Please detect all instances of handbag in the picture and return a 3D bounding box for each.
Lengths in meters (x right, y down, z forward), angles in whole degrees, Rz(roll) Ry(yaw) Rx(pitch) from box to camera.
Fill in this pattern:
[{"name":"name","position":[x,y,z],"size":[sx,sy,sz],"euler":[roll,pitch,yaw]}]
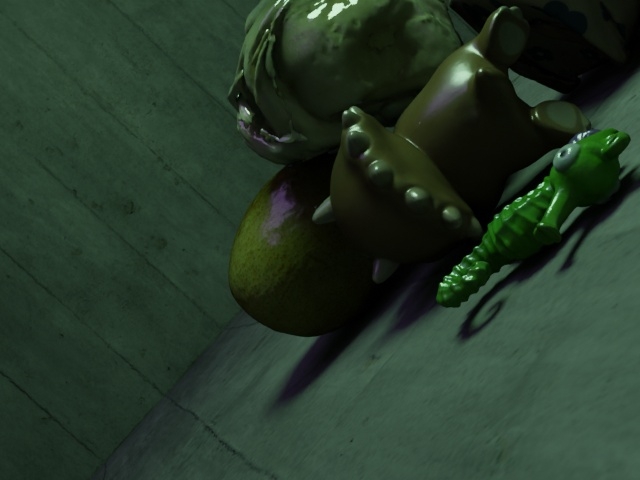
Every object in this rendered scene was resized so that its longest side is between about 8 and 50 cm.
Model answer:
[{"name":"handbag","position":[0.268,-0.276,1.023],"size":[0.190,0.193,0.251],"euler":[-49,4,-2]}]

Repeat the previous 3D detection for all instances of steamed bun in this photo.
[{"name":"steamed bun","position":[0.023,-0.220,1.094],"size":[0.268,0.207,0.280],"euler":[-19,8,16]}]

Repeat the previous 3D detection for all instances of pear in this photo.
[{"name":"pear","position":[0.000,0.000,1.147],"size":[0.211,0.188,0.228],"euler":[-56,0,21]}]

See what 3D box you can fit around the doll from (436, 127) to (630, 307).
[{"name":"doll","position":[0.155,-0.014,0.705],"size":[0.190,0.050,0.115],"euler":[-47,-3,31]}]

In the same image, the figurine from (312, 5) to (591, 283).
[{"name":"figurine","position":[0.104,-0.075,0.905],"size":[0.247,0.177,0.173],"euler":[-35,-8,38]}]
